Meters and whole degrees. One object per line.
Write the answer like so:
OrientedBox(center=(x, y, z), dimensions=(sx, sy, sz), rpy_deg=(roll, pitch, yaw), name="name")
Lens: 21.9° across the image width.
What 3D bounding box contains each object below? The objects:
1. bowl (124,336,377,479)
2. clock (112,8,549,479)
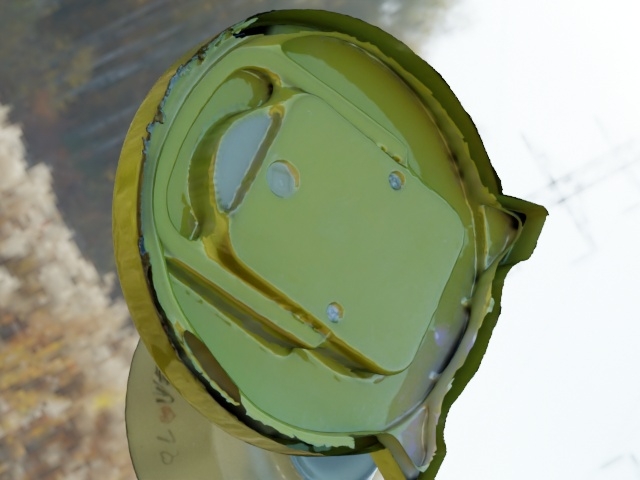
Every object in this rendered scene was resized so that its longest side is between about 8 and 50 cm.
OrientedBox(center=(-0.028, 0.132, 1.306), dimensions=(0.126, 0.238, 0.238), rpy_deg=(2, -54, 45), name="bowl")
OrientedBox(center=(-0.004, -0.001, 1.038), dimensions=(0.293, 0.277, 0.071), rpy_deg=(45, -30, -23), name="clock")
